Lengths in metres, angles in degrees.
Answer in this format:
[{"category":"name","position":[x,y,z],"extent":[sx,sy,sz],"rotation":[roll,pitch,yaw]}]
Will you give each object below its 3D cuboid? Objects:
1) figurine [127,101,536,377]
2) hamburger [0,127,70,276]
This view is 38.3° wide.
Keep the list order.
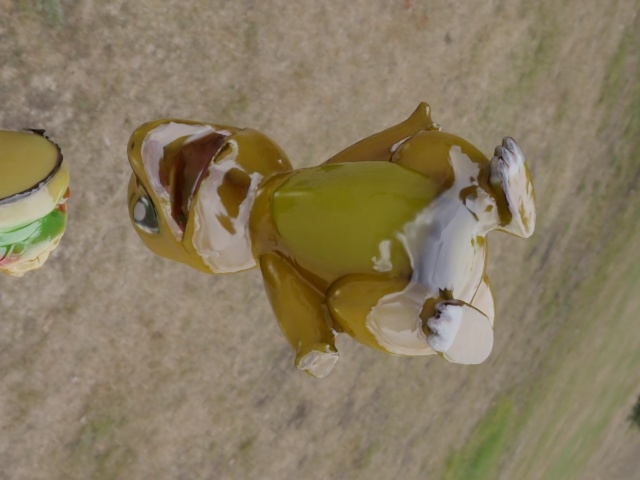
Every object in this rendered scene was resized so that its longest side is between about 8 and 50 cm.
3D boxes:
[{"category":"figurine","position":[-0.001,0.001,0.392],"extent":[0.121,0.176,0.122],"rotation":[-64,158,-18]},{"category":"hamburger","position":[-0.424,-0.033,1.153],"extent":[0.237,0.237,0.149],"rotation":[-31,136,-41]}]
